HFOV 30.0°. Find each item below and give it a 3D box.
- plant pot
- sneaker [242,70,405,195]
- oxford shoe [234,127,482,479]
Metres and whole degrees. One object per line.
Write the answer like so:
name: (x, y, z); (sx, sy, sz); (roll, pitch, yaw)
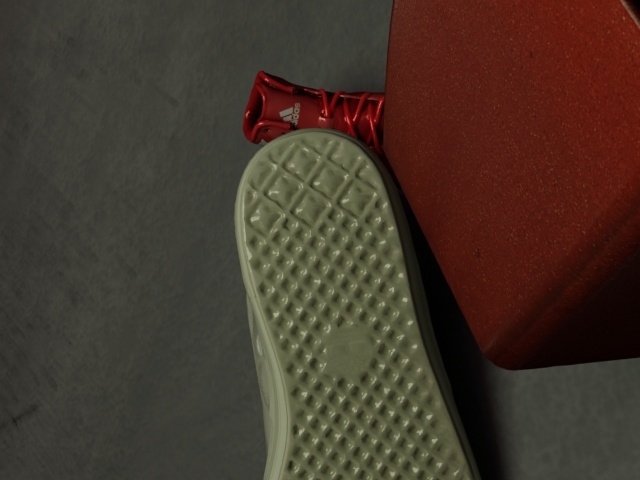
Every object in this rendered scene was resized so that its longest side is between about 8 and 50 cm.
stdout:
plant pot: (0.181, -0.072, 0.653); (0.267, 0.267, 0.236); (67, 146, 34)
sneaker: (0.023, -0.081, 0.912); (0.221, 0.128, 0.087); (-1, 82, 48)
oxford shoe: (0.027, 0.142, 0.881); (0.130, 0.169, 0.449); (70, -169, -86)
